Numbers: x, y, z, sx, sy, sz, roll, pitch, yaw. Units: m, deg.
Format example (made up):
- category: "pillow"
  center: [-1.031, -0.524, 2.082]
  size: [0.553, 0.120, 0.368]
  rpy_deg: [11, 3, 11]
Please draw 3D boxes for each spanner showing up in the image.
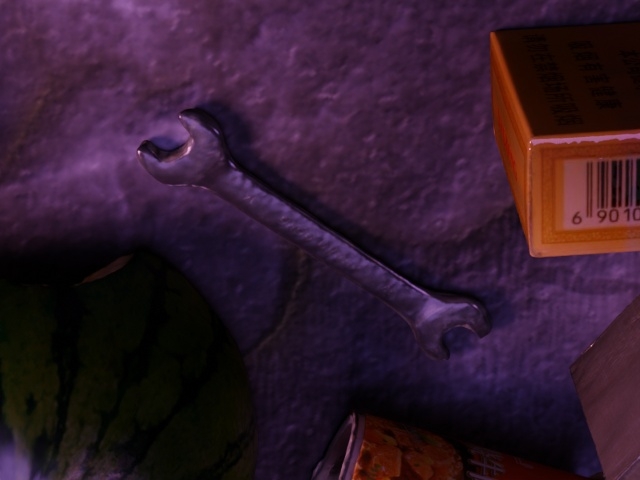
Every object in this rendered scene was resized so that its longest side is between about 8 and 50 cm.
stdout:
- category: "spanner"
  center: [0.000, 0.000, 1.180]
  size: [0.254, 0.015, 0.054]
  rpy_deg: [33, 109, -17]

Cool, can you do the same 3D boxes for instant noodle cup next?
- category: "instant noodle cup"
  center: [0.067, 0.212, 1.192]
  size: [0.174, 0.213, 0.213]
  rpy_deg: [22, 112, -3]

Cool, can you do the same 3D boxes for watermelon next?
- category: "watermelon"
  center: [-0.204, 0.162, 1.161]
  size: [0.330, 0.189, 0.331]
  rpy_deg: [1, 112, 2]

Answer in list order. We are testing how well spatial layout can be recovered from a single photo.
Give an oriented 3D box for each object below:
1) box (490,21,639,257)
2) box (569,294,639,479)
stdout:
- category: "box"
  center: [0.241, -0.066, 1.075]
  size: [0.274, 0.174, 0.076]
  rpy_deg: [-4, 116, 0]
- category: "box"
  center: [0.293, 0.127, 1.183]
  size: [0.231, 0.149, 0.155]
  rpy_deg: [34, 109, -17]
